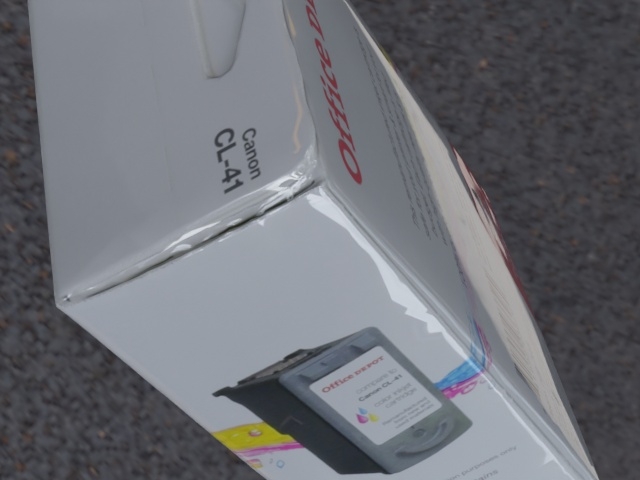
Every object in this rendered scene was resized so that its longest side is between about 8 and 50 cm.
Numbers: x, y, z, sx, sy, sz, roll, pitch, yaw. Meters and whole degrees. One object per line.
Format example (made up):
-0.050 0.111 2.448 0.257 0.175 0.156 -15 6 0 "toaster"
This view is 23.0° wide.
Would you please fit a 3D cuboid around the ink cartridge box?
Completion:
0.000 0.000 0.767 0.131 0.226 0.306 -28 137 15 "ink cartridge box"
